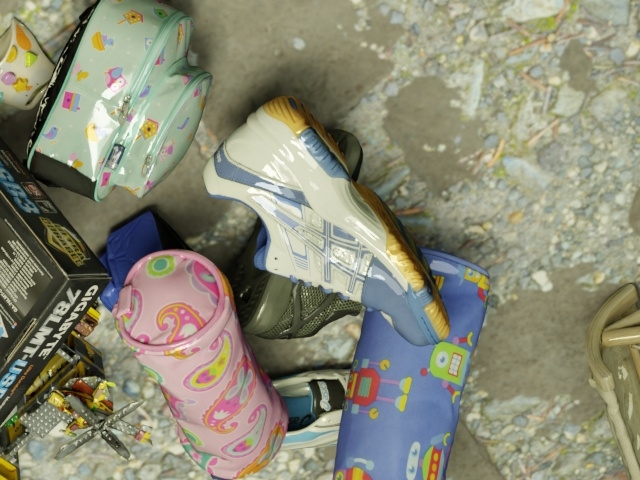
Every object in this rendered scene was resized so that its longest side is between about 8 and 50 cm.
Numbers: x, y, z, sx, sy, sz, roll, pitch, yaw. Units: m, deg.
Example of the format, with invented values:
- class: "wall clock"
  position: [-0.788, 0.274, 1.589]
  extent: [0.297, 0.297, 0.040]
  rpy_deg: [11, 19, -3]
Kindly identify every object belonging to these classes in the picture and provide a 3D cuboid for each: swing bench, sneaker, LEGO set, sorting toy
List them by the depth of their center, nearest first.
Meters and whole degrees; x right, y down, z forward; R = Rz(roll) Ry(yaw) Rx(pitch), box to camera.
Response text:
- class: "sorting toy"
  position: [-0.291, -0.157, 1.915]
  extent: [0.083, 0.045, 0.075]
  rpy_deg: [-45, 136, 13]
- class: "sneaker"
  position: [0.005, 0.002, 1.931]
  extent: [0.131, 0.112, 0.296]
  rpy_deg: [-37, 106, 9]
- class: "LEGO set"
  position: [-0.354, 0.190, 1.990]
  extent: [0.331, 0.192, 0.255]
  rpy_deg: [-37, 118, 8]
- class: "sneaker"
  position: [0.000, 0.000, 2.034]
  extent: [0.130, 0.087, 0.227]
  rpy_deg: [19, 96, -44]
- class: "sneaker"
  position: [0.031, 0.172, 2.115]
  extent: [0.237, 0.085, 0.086]
  rpy_deg: [-10, 162, -5]
- class: "swing bench"
  position: [0.428, 0.168, 2.166]
  extent: [0.254, 0.165, 0.253]
  rpy_deg: [-18, 120, 4]

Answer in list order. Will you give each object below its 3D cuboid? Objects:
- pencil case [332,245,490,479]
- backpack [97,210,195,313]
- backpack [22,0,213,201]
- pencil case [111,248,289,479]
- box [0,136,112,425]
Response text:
- class: "pencil case"
  position: [0.094, 0.160, 2.040]
  extent: [0.133, 0.119, 0.306]
  rpy_deg: [16, 81, -30]
- class: "backpack"
  position: [-0.164, 0.046, 2.014]
  extent: [0.101, 0.098, 0.120]
  rpy_deg: [-29, 132, 15]
- class: "backpack"
  position: [-0.181, -0.137, 1.865]
  extent: [0.144, 0.166, 0.188]
  rpy_deg: [18, 103, 6]
- class: "pencil case"
  position: [-0.115, 0.128, 1.952]
  extent: [0.124, 0.124, 0.284]
  rpy_deg: [-20, 145, -1]
- class: "box"
  position: [-0.371, 0.036, 1.852]
  extent: [0.293, 0.295, 0.073]
  rpy_deg: [-52, 155, 23]
